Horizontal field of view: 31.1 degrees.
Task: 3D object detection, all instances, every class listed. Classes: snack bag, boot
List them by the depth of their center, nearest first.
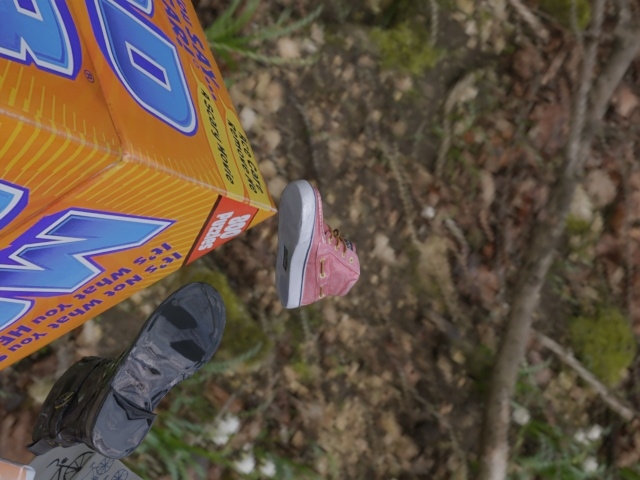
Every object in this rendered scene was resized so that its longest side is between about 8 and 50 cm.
[{"bbox_3d":[-0.249,0.157,1.412,0.263,0.091,0.229,-53,-157,-23],"label":"boot"},{"bbox_3d":[-0.428,0.425,1.711,0.323,0.342,0.037,-44,119,-16],"label":"snack bag"}]

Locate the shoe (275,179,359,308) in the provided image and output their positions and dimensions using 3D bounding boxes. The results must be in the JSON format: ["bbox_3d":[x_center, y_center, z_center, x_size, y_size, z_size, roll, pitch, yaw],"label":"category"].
[{"bbox_3d":[0.000,0.000,1.246,0.081,0.063,0.178,-10,137,-18],"label":"shoe"}]

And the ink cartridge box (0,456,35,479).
[{"bbox_3d":[-0.384,0.294,1.152,0.045,0.145,0.179,71,34,-69],"label":"ink cartridge box"}]

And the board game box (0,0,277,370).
[{"bbox_3d":[-0.309,-0.116,0.702,0.356,0.357,0.356,-29,160,19],"label":"board game box"}]
